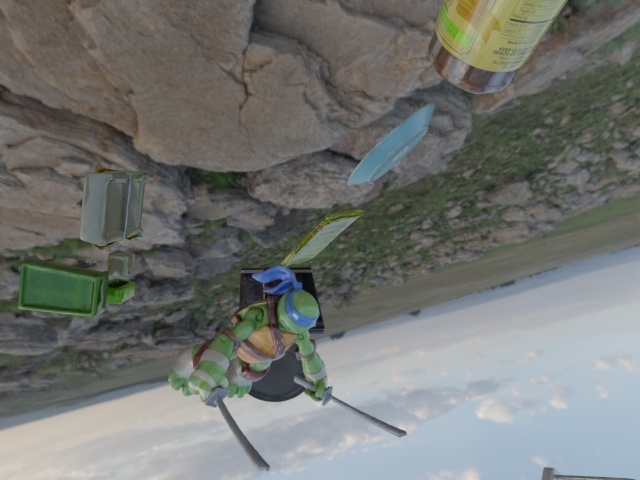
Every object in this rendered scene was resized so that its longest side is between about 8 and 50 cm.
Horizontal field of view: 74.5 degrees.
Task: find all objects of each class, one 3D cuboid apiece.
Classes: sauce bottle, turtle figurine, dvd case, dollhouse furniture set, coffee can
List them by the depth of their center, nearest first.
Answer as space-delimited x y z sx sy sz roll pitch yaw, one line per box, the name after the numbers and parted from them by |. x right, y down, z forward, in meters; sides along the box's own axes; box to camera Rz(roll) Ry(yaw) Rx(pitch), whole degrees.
0.197 -0.288 0.345 0.111 0.111 0.344 -11 152 -17 | sauce bottle
-0.088 0.194 0.563 0.198 0.274 0.266 -21 171 -45 | turtle figurine
-0.088 0.122 0.887 0.165 0.018 0.221 0 -151 -10 | dvd case
-0.490 -0.015 0.894 0.151 0.301 0.197 9 -173 -1 | dollhouse furniture set
-0.127 0.293 1.225 0.202 0.201 0.275 -16 -155 4 | coffee can

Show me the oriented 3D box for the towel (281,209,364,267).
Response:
0.000 0.000 0.960 0.102 0.021 0.237 -11 159 -36 | towel

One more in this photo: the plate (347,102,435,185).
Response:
0.121 -0.147 0.692 0.188 0.024 0.188 -41 173 -6 | plate

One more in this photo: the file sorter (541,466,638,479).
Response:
0.465 0.496 0.589 0.193 0.278 0.173 -52 -176 -34 | file sorter
